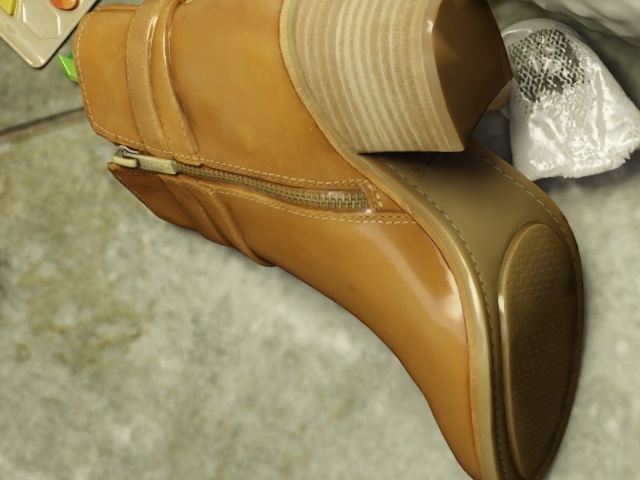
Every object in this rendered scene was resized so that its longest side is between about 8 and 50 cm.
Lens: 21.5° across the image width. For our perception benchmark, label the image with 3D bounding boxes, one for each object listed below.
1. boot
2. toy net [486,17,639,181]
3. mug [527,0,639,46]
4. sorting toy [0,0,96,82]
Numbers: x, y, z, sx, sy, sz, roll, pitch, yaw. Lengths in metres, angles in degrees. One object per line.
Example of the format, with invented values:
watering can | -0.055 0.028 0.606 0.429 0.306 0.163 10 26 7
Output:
boot | 0.000 0.000 0.827 0.220 0.109 0.283 2 128 35
toy net | 0.061 -0.106 0.851 0.232 0.045 0.122 23 93 12
mug | 0.169 -0.257 0.664 0.328 0.276 0.374 34 116 22
sorting toy | -0.146 -0.126 0.918 0.083 0.012 0.062 44 99 11
